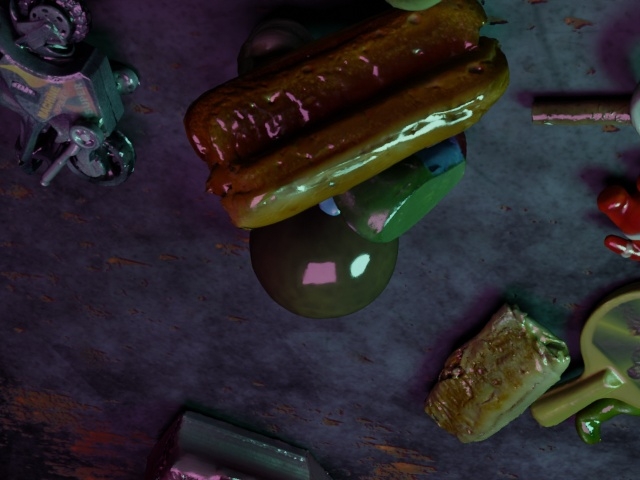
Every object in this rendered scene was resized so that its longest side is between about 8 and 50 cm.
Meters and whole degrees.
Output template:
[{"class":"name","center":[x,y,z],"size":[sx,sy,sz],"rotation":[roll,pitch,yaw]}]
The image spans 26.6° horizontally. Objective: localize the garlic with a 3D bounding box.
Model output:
[{"class":"garlic","center":[-0.044,-0.206,1.474],"size":[0.094,0.113,0.074],"rotation":[1,94,-12]}]

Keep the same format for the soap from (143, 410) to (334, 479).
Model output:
[{"class":"soap","center":[-0.114,0.400,2.115],"size":[0.325,0.127,0.220],"rotation":[23,137,-14]}]

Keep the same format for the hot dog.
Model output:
[{"class":"hot dog","center":[0.029,-0.139,1.420],"size":[0.349,0.158,0.117],"rotation":[-27,174,-5]}]

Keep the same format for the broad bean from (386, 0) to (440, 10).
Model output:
[{"class":"broad bean","center":[0.073,-0.327,1.311],"size":[0.228,0.100,0.169],"rotation":[36,126,-22]}]

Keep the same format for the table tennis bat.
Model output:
[{"class":"table tennis bat","center":[0.403,0.164,1.777],"size":[0.198,0.050,0.321],"rotation":[46,127,-11]}]

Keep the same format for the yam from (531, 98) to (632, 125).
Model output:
[{"class":"yam","center":[0.308,-0.142,1.503],"size":[0.145,0.032,0.032],"rotation":[1,137,11]}]

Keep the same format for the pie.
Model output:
[{"class":"pie","center":[0.237,0.181,1.833],"size":[0.129,0.068,0.282],"rotation":[39,142,5]}]

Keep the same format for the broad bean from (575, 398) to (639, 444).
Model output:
[{"class":"broad bean","center":[0.424,0.218,1.852],"size":[0.070,0.048,0.213],"rotation":[36,131,-12]}]

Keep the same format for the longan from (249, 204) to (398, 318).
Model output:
[{"class":"longan","center":[0.000,0.000,1.635],"size":[0.185,0.159,0.204],"rotation":[-22,119,22]}]

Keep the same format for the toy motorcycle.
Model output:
[{"class":"toy motorcycle","center":[-0.312,-0.179,1.558],"size":[0.173,0.108,0.307],"rotation":[10,140,16]}]

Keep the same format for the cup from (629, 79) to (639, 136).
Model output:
[{"class":"cup","center":[0.471,-0.092,1.400],"size":[0.301,0.227,0.257],"rotation":[11,145,28]}]

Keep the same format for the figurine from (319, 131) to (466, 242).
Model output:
[{"class":"figurine","center":[0.037,-0.118,1.538],"size":[0.234,0.185,0.127],"rotation":[40,159,26]}]

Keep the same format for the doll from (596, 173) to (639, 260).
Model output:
[{"class":"doll","center":[0.429,0.009,1.609],"size":[0.142,0.076,0.245],"rotation":[-26,122,33]}]
